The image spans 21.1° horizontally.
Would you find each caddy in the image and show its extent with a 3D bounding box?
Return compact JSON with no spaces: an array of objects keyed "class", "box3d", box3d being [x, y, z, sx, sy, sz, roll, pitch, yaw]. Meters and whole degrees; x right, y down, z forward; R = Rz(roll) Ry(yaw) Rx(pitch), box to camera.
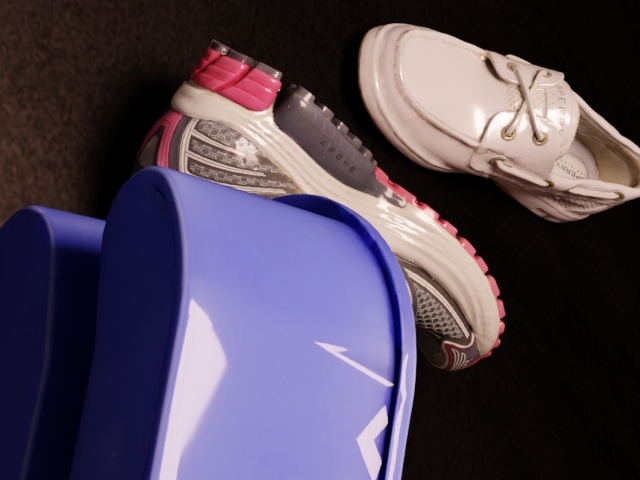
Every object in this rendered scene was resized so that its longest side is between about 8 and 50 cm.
[{"class":"caddy","box3d":[-0.070,0.127,0.843,0.179,0.241,0.341,23,67,-36]}]

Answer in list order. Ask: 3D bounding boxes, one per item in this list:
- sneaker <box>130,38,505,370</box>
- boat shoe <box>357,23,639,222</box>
[{"class":"sneaker","box3d":[0.000,0.000,1.052,0.299,0.121,0.112,39,86,-37]},{"class":"boat shoe","box3d":[0.140,-0.089,1.214,0.277,0.096,0.098,21,69,-44]}]
